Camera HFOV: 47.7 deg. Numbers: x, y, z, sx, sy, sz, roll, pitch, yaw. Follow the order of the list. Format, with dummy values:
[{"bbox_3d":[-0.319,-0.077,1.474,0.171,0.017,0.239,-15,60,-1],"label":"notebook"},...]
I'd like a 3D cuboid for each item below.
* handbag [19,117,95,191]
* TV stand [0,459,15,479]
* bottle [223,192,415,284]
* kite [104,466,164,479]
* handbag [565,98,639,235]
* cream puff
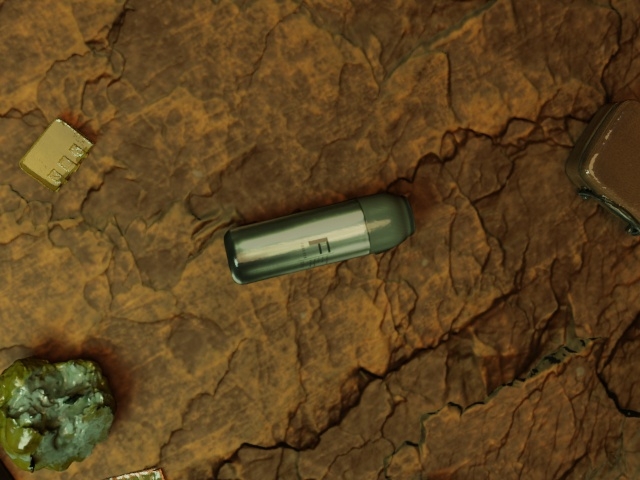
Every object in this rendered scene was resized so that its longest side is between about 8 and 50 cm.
[{"bbox_3d":[-0.341,-0.111,0.938,0.061,0.027,0.083,40,88,-9],"label":"handbag"},{"bbox_3d":[-0.434,0.335,0.959,0.049,0.040,0.257,-30,98,-4],"label":"TV stand"},{"bbox_3d":[0.000,0.000,0.975,0.253,0.080,0.096,-15,135,-6],"label":"bottle"},{"bbox_3d":[-0.334,0.470,1.002,0.327,0.013,0.378,32,90,-9],"label":"kite"},{"bbox_3d":[0.453,-0.095,1.030,0.193,0.072,0.151,39,90,-11],"label":"handbag"},{"bbox_3d":[-0.346,0.215,0.931,0.156,0.156,0.121,22,135,-10],"label":"cream puff"}]
